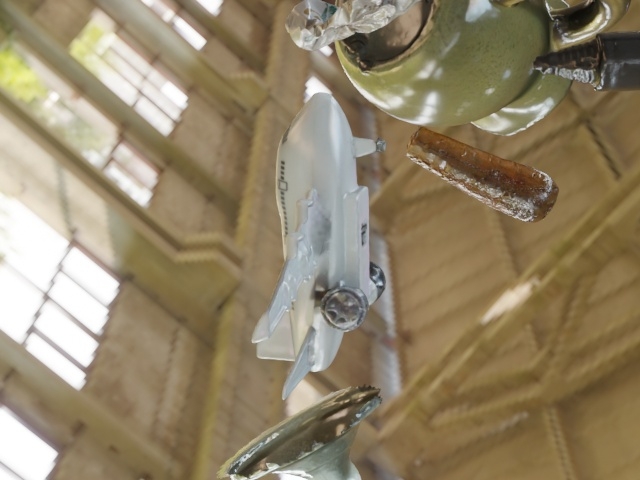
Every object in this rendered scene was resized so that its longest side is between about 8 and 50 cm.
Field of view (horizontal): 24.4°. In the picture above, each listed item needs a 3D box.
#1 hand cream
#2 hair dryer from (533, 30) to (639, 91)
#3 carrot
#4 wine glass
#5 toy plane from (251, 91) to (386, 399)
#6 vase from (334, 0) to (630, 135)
[{"bbox_3d":[0.034,-0.220,1.377,0.084,0.050,0.257,-11,-179,-31],"label":"hand cream"},{"bbox_3d":[0.366,-0.170,1.322,0.189,0.352,0.107,-78,167,-73],"label":"hair dryer"},{"bbox_3d":[0.164,-0.068,1.505,0.055,0.161,0.055,-157,-90,-90],"label":"carrot"},{"bbox_3d":[0.059,0.330,1.544,0.238,0.323,0.238,-27,-178,1],"label":"wine glass"},{"bbox_3d":[0.005,0.001,1.265,0.251,0.101,0.255,-44,142,-72],"label":"toy plane"},{"bbox_3d":[0.207,-0.251,1.715,0.329,0.302,0.241,-17,-111,40],"label":"vase"}]
